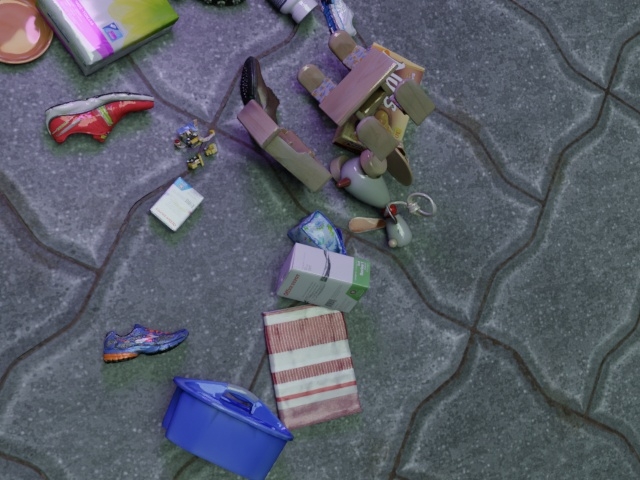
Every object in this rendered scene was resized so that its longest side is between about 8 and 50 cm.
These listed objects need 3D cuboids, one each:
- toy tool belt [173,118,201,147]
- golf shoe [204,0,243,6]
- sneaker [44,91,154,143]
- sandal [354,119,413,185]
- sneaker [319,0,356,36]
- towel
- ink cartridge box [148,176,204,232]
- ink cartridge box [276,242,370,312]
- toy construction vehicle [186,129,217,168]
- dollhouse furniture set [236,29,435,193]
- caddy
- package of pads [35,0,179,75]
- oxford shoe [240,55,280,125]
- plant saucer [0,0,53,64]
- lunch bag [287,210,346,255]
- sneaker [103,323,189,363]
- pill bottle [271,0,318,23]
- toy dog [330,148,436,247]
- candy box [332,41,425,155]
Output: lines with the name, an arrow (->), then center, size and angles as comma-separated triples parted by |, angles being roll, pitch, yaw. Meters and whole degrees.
toy tool belt -> -0.365, -0.293, 1.864 | 0.083, 0.051, 0.052 | -36, 59, -21
golf shoe -> -0.328, -0.728, 1.905 | 0.272, 0.105, 0.120 | 3, 76, -20
sneaker -> -0.565, -0.318, 1.789 | 0.279, 0.107, 0.118 | -17, 108, -18
sandal -> 0.203, -0.272, 1.963 | 0.240, 0.088, 0.079 | 49, 60, -8
sneaker -> 0.055, -0.690, 2.061 | 0.083, 0.071, 0.191 | -23, 100, -27
towel -> -0.026, 0.344, 1.928 | 0.237, 0.037, 0.329 | -9, 85, -18
ink cartridge box -> -0.385, -0.093, 1.837 | 0.088, 0.052, 0.122 | 42, 71, -11
ink cartridge box -> 0.006, 0.104, 1.881 | 0.219, 0.160, 0.093 | 16, 54, -12
toy construction vehicle -> -0.320, -0.245, 1.867 | 0.098, 0.035, 0.086 | -33, 133, -26
dollhouse furniture set -> 0.019, -0.364, 1.825 | 0.394, 0.362, 0.256 | -45, 136, 7
caddy -> -0.233, 0.454, 1.732 | 0.341, 0.241, 0.179 | 30, 80, -15
package of pads -> -0.555, -0.601, 1.793 | 0.296, 0.101, 0.229 | -39, 98, -28
oxford shoe -> -0.168, -0.406, 1.945 | 0.096, 0.082, 0.227 | -11, 93, -33
plant saucer -> -0.784, -0.542, 1.752 | 0.199, 0.037, 0.200 | 2, 84, -19
lunch bag -> 0.000, 0.000, 1.925 | 0.096, 0.129, 0.151 | -43, 97, -19
sneaker -> -0.447, 0.252, 1.764 | 0.221, 0.083, 0.087 | -9, 79, -24
pill bottle -> -0.098, -0.718, 1.982 | 0.180, 0.108, 0.108 | 47, 71, -10
toy dog -> 0.146, -0.108, 1.965 | 0.333, 0.220, 0.161 | 44, 49, -1
candy box -> 0.174, -0.404, 2.054 | 0.182, 0.087, 0.317 | 23, 77, -18
